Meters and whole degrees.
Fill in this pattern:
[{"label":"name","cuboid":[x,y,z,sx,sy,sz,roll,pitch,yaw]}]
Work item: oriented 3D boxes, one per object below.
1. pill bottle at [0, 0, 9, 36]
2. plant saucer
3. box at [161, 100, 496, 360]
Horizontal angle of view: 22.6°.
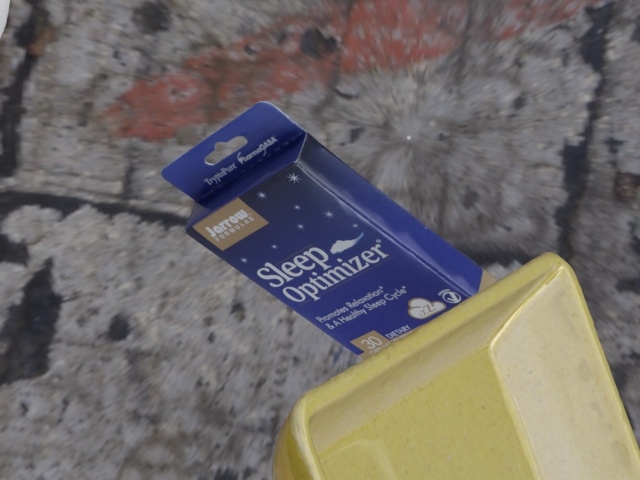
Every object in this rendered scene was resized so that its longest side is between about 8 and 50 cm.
[{"label":"pill bottle","cuboid":[-0.324,-0.054,0.655,0.224,0.392,0.224,21,134,23]},{"label":"plant saucer","cuboid":[0.104,0.207,0.985,0.081,0.333,0.332,-18,94,38]},{"label":"box","cuboid":[0.000,0.000,1.159,0.225,0.036,0.136,37,139,-22]}]
